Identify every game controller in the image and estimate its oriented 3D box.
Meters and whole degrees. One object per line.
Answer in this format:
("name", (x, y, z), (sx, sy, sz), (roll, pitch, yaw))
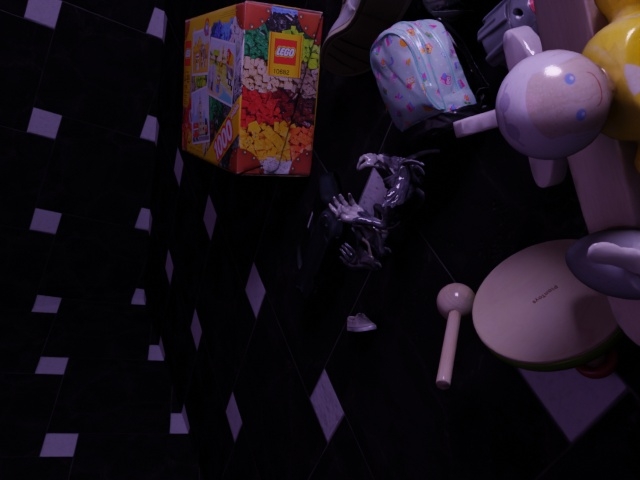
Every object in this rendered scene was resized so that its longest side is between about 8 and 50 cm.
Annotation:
("game controller", (0.000, 0.000, 1.260), (0.319, 0.067, 0.166), (111, 163, -52))

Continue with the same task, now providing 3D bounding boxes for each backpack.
("backpack", (0.156, -0.242, 0.885), (0.152, 0.115, 0.181), (-16, 95, 56))

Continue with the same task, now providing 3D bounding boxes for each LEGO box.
("LEGO box", (-0.199, -0.383, 1.508), (0.500, 0.193, 0.372), (28, 116, 59))

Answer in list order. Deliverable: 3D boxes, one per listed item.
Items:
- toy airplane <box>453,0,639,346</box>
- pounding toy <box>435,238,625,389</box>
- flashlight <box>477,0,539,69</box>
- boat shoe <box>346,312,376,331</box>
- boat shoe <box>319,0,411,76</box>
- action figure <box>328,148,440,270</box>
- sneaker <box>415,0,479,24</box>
("toy airplane", (0.248, -0.139, 0.533), (0.386, 0.273, 0.384), (51, 146, 32))
("pounding toy", (0.266, 0.109, 0.713), (0.237, 0.110, 0.182), (-21, 34, 26))
("flashlight", (0.299, -0.296, 0.648), (0.304, 0.103, 0.103), (-34, 65, 58))
("boat shoe", (0.080, 0.164, 1.177), (0.100, 0.035, 0.035), (163, 101, -69))
("boat shoe", (0.090, -0.406, 1.058), (0.302, 0.113, 0.103), (-33, 38, 64))
("action figure", (0.097, -0.067, 0.994), (0.141, 0.164, 0.275), (33, 140, 10))
("sneaker", (0.207, -0.365, 0.853), (0.234, 0.078, 0.106), (-132, 44, -57))
